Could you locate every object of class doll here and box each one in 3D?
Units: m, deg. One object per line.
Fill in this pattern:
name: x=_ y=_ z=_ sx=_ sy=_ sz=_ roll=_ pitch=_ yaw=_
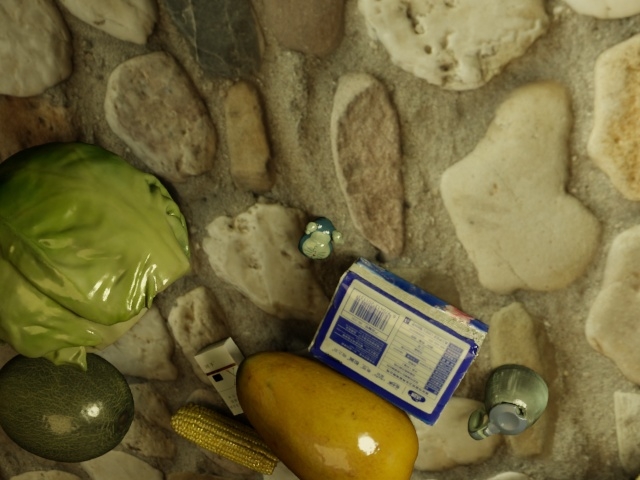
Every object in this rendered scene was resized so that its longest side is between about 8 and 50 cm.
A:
doll: x=0.000 y=0.000 z=1.748 sx=0.076 sy=0.050 sz=0.083 roll=20 pitch=125 yaw=-10

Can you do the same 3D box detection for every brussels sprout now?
brussels sprout: x=-0.470 y=0.014 z=1.780 sx=0.425 sy=0.342 sz=0.361 roll=-34 pitch=108 yaw=24

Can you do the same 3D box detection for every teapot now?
teapot: x=0.322 y=0.291 z=1.736 sx=0.149 sy=0.108 sz=0.111 roll=-6 pitch=114 yaw=26

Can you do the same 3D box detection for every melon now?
melon: x=-0.546 y=0.343 z=2.076 sx=0.301 sy=0.237 sz=0.238 roll=12 pitch=122 yaw=18

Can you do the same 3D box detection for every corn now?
corn: x=-0.195 y=0.412 z=2.053 sx=0.248 sy=0.081 sz=0.081 roll=22 pitch=125 yaw=11

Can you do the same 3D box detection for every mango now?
mango: x=0.005 y=0.338 z=1.821 sx=0.378 sy=0.264 sz=0.221 roll=33 pitch=85 yaw=8

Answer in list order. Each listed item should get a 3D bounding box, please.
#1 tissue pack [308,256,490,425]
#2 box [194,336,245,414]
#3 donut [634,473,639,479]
tissue pack: x=0.139 y=0.173 z=1.738 sx=0.269 sy=0.137 sz=0.209 roll=29 pitch=126 yaw=11
box: x=-0.179 y=0.275 z=1.991 sx=0.084 sy=0.040 sz=0.154 roll=-22 pitch=108 yaw=33
donut: x=0.617 y=0.505 z=1.579 sx=0.307 sy=0.371 sz=0.150 roll=23 pitch=171 yaw=-11
